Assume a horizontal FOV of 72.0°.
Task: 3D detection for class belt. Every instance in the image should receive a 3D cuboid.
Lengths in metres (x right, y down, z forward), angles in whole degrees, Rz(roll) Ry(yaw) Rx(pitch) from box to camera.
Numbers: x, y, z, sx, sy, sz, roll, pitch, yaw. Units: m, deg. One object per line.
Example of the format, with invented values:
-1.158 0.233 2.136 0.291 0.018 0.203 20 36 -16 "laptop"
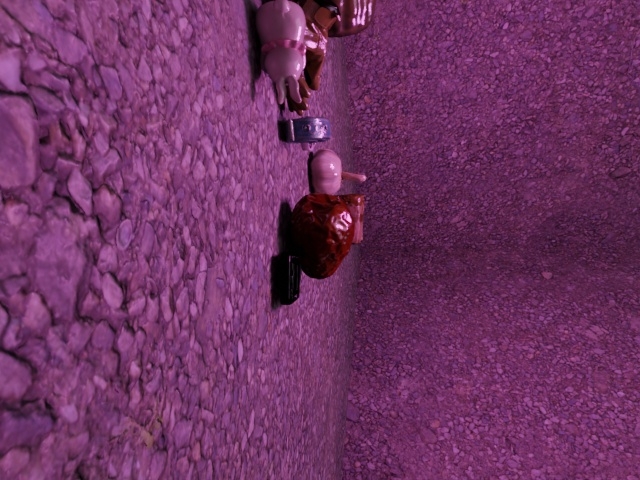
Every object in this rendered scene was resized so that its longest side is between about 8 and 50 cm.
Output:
-0.040 -0.342 1.360 0.163 0.147 0.082 -147 -130 -75 "belt"

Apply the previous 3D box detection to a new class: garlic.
0.072 -0.273 1.774 0.199 0.225 0.199 4 90 -78 "garlic"

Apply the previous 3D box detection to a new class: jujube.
0.000 0.000 1.410 0.342 0.216 0.216 100 -4 -56 "jujube"

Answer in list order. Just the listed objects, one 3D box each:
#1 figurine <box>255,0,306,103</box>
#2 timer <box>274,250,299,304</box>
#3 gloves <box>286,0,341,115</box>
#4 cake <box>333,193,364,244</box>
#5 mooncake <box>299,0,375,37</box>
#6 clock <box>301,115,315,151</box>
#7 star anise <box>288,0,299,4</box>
-0.095 -0.453 1.098 0.155 0.127 0.236 -164 -111 -67 "figurine"
-0.092 0.103 1.261 0.187 0.055 0.144 8 83 -85 "timer"
-0.052 -0.524 1.260 0.154 0.141 0.331 -76 -172 -55 "gloves"
0.102 -0.068 2.029 0.196 0.198 0.293 -32 121 -82 "cake"
0.042 -0.779 1.465 0.290 0.290 0.161 -78 166 -54 "mooncake"
-0.044 -0.395 1.639 0.087 0.041 0.129 32 62 -74 "clock"
-0.091 -0.696 1.195 0.272 0.102 0.272 -161 -90 -76 "star anise"
